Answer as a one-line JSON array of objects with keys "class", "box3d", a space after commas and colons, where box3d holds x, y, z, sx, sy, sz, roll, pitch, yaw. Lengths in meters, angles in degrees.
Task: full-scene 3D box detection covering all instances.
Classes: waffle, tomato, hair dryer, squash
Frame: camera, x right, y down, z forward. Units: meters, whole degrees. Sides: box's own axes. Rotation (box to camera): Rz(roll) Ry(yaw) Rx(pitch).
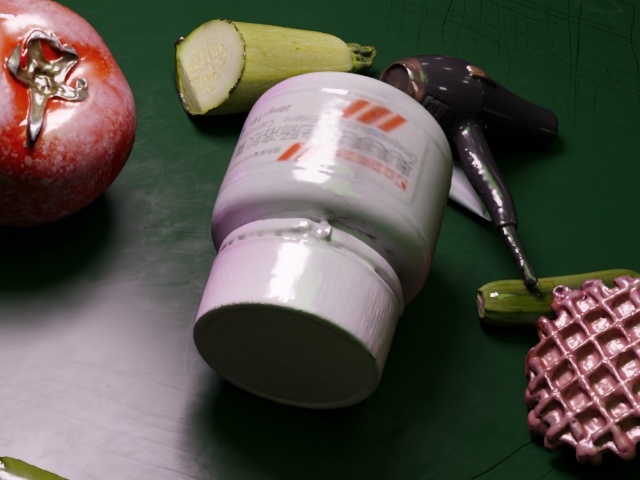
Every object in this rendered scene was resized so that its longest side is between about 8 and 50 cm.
[{"class": "waffle", "box3d": [0.332, 0.146, 1.604, 0.221, 0.055, 0.234, 6, 66, 35]}, {"class": "tomato", "box3d": [-0.356, -0.142, 1.628, 0.270, 0.227, 0.270, 16, 59, -29]}, {"class": "hair dryer", "box3d": [0.231, -0.078, 1.799, 0.304, 0.120, 0.359, 16, 45, -41]}, {"class": "squash", "box3d": [0.301, 0.072, 1.735, 0.229, 0.066, 0.066, -3, 50, -17]}, {"class": "squash", "box3d": [-0.038, -0.234, 1.877, 0.287, 0.137, 0.137, -5, 51, -22]}]

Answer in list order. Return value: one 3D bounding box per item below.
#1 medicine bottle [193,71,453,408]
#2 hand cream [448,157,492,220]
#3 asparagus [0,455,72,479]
[{"class": "medicine bottle", "box3d": [0.000, 0.000, 1.586, 0.256, 0.256, 0.325, 18, 56, 1]}, {"class": "hand cream", "box3d": [0.150, -0.095, 1.855, 0.205, 0.050, 0.078, 32, 36, 8]}, {"class": "asparagus", "box3d": [-0.272, 0.279, 1.357, 0.382, 0.128, 0.108, 20, 11, 5]}]
